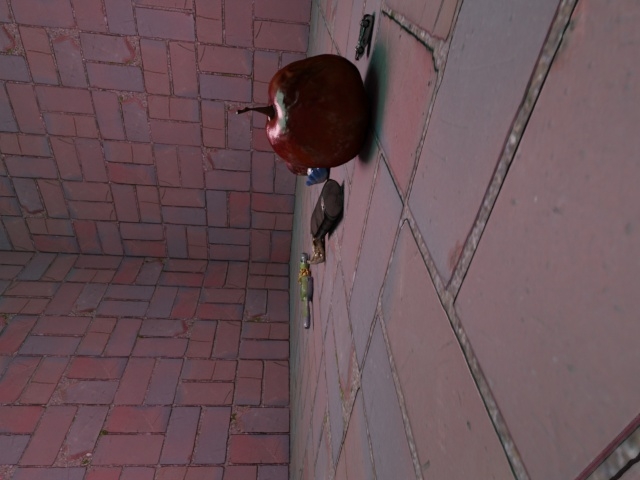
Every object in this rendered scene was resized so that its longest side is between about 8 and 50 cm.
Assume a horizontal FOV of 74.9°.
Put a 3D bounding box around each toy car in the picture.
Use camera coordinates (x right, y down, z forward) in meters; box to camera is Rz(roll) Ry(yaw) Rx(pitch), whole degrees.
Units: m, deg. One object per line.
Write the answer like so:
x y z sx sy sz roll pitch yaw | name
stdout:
0.092 -0.431 0.891 0.041 0.025 0.093 -94 13 -56 | toy car

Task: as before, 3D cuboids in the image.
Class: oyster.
-0.003 -0.001 1.501 0.106 0.061 0.199 56 -143 -71 | oyster

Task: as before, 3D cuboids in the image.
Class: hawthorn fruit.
-0.038 -0.266 0.878 0.242 0.272 0.241 177 90 -81 | hawthorn fruit

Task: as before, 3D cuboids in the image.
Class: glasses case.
0.014 -0.086 1.267 0.299 0.060 0.113 121 151 -76 | glasses case

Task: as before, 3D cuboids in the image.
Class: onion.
-0.064 -0.357 1.689 0.159 0.160 0.194 159 114 -83 | onion

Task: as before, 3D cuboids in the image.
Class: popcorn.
-0.074 0.166 1.934 0.082 0.057 0.083 102 171 -48 | popcorn

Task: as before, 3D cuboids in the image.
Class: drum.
-0.056 0.245 1.773 0.253 0.049 0.129 -98 13 -59 | drum

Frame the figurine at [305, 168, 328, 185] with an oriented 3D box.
-0.011 -0.242 1.472 0.114 0.079 0.114 -43 -10 -10 | figurine

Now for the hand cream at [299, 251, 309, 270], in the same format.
-0.080 0.147 2.043 0.095 0.046 0.174 -122 34 -74 | hand cream
